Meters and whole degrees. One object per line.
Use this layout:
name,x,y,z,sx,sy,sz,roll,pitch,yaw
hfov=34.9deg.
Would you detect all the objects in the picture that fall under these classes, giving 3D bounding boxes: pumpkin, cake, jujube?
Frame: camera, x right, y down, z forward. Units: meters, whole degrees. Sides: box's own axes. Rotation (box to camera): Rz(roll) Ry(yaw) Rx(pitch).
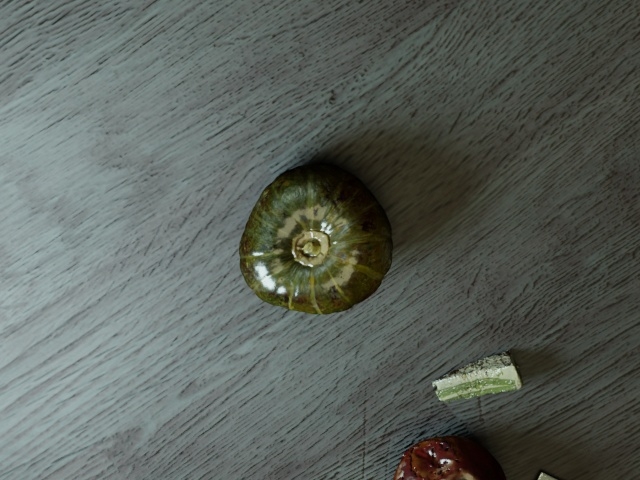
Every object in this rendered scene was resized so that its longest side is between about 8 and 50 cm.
pumpkin,0.000,0.000,1.439,0.219,0.162,0.218,-1,86,8
cake,0.245,0.212,1.582,0.140,0.055,0.051,-15,112,24
jujube,0.208,0.417,1.587,0.184,0.183,0.243,-19,117,6

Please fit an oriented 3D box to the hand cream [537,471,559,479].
hand cream,0.364,0.511,1.672,0.133,0.083,0.247,24,99,-11
